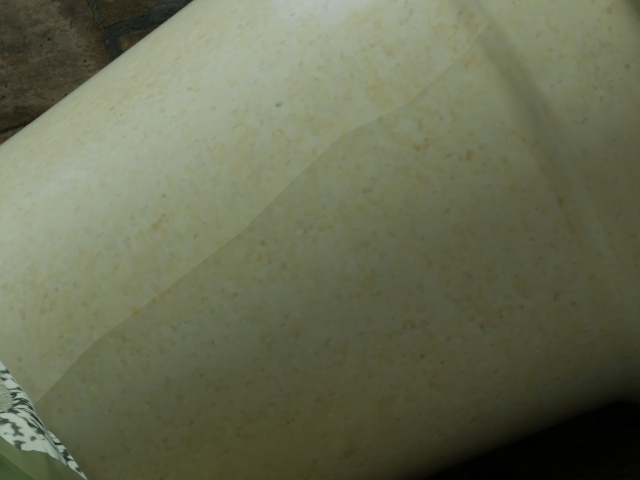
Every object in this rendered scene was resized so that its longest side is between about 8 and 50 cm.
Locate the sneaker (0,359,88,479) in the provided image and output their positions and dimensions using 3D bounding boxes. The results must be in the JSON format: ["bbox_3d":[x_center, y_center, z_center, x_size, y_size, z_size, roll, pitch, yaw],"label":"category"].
[{"bbox_3d":[-0.120,0.106,0.351,0.158,0.182,0.410,-19,4,-11],"label":"sneaker"}]

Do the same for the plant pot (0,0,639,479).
[{"bbox_3d":[0.000,0.000,0.648,0.305,0.334,0.334,-30,4,-2],"label":"plant pot"}]
